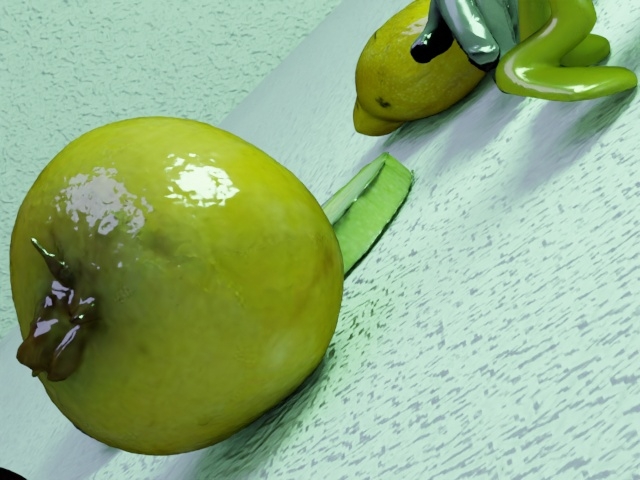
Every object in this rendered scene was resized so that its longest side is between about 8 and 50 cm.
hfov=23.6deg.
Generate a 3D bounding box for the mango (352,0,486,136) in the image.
[{"bbox_3d":[0.099,-0.188,1.597,0.157,0.109,0.262,-54,12,-25],"label":"mango"}]

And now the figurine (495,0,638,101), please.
[{"bbox_3d":[0.237,-0.300,1.145,0.283,0.338,0.204,-12,17,-6],"label":"figurine"}]

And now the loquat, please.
[{"bbox_3d":[-0.123,0.039,1.211,0.275,0.275,0.275,-44,11,11],"label":"loquat"}]

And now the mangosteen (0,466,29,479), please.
[{"bbox_3d":[-0.304,0.261,1.278,0.166,0.180,0.166,-164,90,-80],"label":"mangosteen"}]

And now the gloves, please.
[{"bbox_3d":[0.151,-0.233,1.417,0.142,0.119,0.285,-23,36,20],"label":"gloves"}]

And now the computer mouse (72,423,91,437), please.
[{"bbox_3d":[-0.209,0.095,1.718,0.203,0.114,0.374,-43,12,10],"label":"computer mouse"}]

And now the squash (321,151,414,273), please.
[{"bbox_3d":[0.004,0.003,1.470,0.219,0.041,0.219,-45,6,6],"label":"squash"}]
